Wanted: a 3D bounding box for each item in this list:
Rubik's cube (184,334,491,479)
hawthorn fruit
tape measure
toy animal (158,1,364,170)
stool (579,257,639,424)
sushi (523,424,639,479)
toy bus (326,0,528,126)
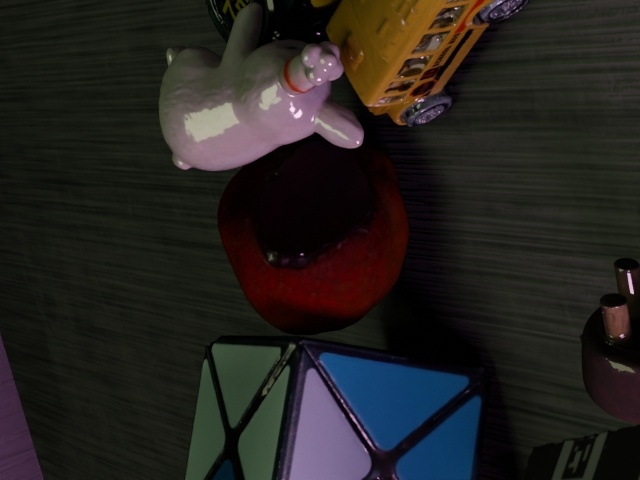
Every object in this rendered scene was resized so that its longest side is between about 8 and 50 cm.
[{"bbox_3d":[0.012,0.239,2.041,0.250,0.248,0.246,-5,76,63],"label":"Rubik's cube"},{"bbox_3d":[0.000,0.000,2.038,0.215,0.215,0.250,41,156,45],"label":"hawthorn fruit"},{"bbox_3d":[-0.045,-0.279,2.028,0.186,0.112,0.199,50,143,21],"label":"tape measure"},{"bbox_3d":[-0.045,-0.155,1.920,0.282,0.138,0.140,-17,131,43],"label":"toy animal"},{"bbox_3d":[0.309,0.101,1.610,0.217,0.125,0.121,31,133,39],"label":"stool"},{"bbox_3d":[0.289,0.330,1.780,0.373,0.100,0.296,-27,39,64],"label":"sushi"},{"bbox_3d":[0.095,-0.221,1.783,0.121,0.123,0.335,62,153,15],"label":"toy bus"}]
